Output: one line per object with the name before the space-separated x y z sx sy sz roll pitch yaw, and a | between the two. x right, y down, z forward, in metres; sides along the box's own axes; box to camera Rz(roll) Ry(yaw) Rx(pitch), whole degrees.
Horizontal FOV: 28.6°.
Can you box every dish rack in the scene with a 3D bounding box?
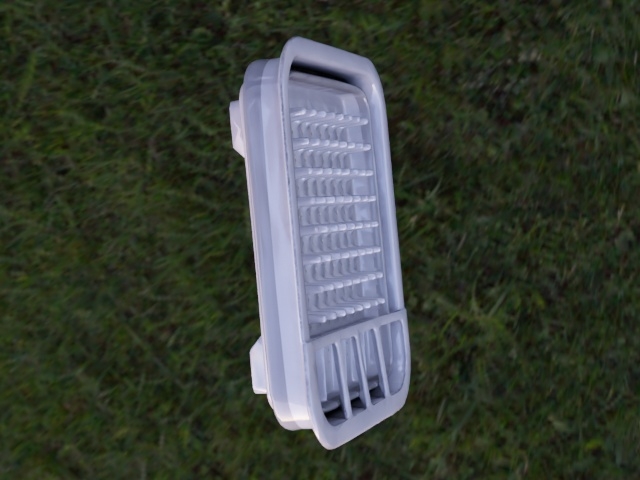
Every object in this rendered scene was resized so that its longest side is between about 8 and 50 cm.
dish rack | 0.000 0.000 1.102 0.072 0.285 0.332 -4 91 20
